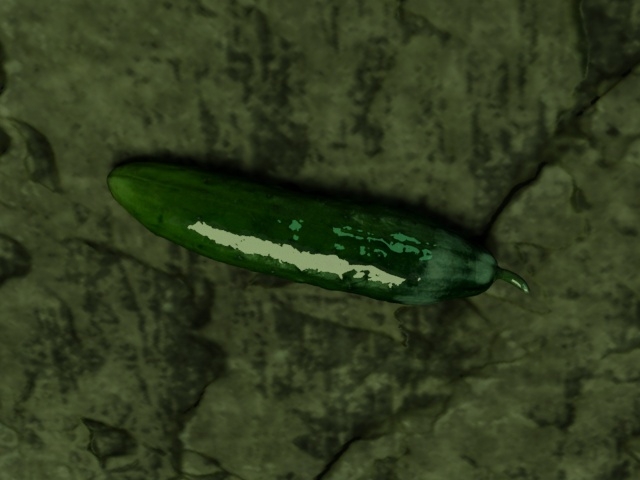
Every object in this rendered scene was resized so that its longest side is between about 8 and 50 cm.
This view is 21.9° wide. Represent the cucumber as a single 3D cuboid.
[{"bbox_3d":[0.000,0.000,0.931,0.250,0.056,0.056,12,126,-4],"label":"cucumber"}]
